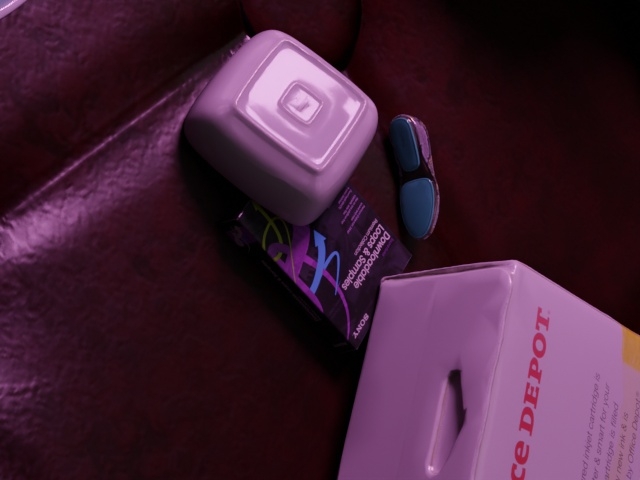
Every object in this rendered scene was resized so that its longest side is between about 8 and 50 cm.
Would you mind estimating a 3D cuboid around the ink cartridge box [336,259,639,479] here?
[{"bbox_3d":[0.201,0.216,1.312,0.384,0.160,0.279,30,64,-38],"label":"ink cartridge box"}]

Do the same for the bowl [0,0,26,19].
[{"bbox_3d":[-0.325,-0.256,0.966,0.311,0.163,0.312,10,75,-40],"label":"bowl"}]

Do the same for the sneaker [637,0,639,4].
[{"bbox_3d":[0.448,-0.215,1.620,0.482,0.185,0.202,33,57,-30],"label":"sneaker"}]

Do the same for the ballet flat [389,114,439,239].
[{"bbox_3d":[0.090,-0.058,1.372,0.041,0.041,0.114,-7,87,-42],"label":"ballet flat"}]

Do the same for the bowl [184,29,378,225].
[{"bbox_3d":[-0.025,-0.100,1.241,0.142,0.053,0.142,38,58,-5],"label":"bowl"}]

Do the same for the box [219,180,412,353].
[{"bbox_3d":[0.000,0.000,1.285,0.162,0.029,0.116,49,54,-24],"label":"box"}]
